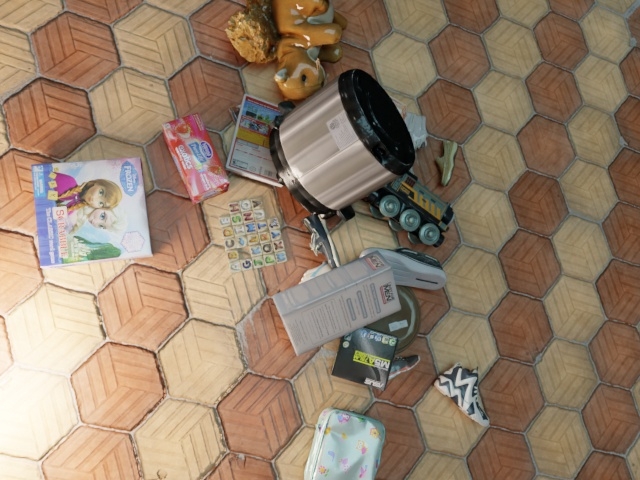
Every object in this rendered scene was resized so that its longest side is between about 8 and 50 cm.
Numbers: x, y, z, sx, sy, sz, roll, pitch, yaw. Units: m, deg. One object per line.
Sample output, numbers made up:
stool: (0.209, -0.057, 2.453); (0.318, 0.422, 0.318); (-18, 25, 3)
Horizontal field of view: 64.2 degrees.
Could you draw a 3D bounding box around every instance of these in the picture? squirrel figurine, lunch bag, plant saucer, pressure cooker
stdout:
squirrel figurine: (-0.117, -0.681, 1.765); (0.396, 0.281, 0.371); (13, 88, 2)
lunch bag: (0.073, 0.678, 1.627); (0.224, 0.108, 0.279); (18, 75, -6)
plant saucer: (0.230, 0.263, 1.775); (0.277, 0.041, 0.278); (3, 80, -15)
pressure cooker: (0.038, -0.291, 1.624); (0.375, 0.420, 0.370); (32, 40, -41)

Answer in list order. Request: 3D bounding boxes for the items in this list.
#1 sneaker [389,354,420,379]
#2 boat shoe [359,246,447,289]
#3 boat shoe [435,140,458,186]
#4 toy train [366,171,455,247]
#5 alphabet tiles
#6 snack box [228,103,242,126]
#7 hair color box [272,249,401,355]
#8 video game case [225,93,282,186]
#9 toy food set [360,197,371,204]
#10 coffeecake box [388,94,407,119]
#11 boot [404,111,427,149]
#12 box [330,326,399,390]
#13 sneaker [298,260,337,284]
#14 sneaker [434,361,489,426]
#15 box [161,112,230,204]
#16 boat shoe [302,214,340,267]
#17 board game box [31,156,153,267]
sneaker: (0.269, 0.421, 1.749); (0.157, 0.061, 0.065); (-23, 81, -18)
boat shoe: (0.282, 0.084, 1.789); (0.335, 0.121, 0.119); (19, 36, -19)
boat shoe: (0.467, -0.293, 1.924); (0.072, 0.068, 0.190); (15, 67, 1)
toy train: (0.322, -0.118, 1.794); (0.333, 0.142, 0.190); (34, 83, -12)
alphabet tiles: (-0.231, -0.023, 1.720); (0.198, 0.009, 0.237); (-12, 84, -16)
snack box: (-0.254, -0.384, 1.768); (0.064, 0.022, 0.178); (-23, 87, -19)
hair color box: (0.057, 0.199, 1.633); (0.374, 0.114, 0.185); (-22, 123, -8)
video game case: (-0.197, -0.344, 1.752); (0.204, 0.025, 0.285); (16, 72, -18)
toy food set: (0.177, -0.195, 1.839); (0.192, 0.038, 0.133); (-12, 84, -16)
coffeecake box: (0.200, -0.436, 1.834); (0.142, 0.068, 0.185); (37, 79, 22)
boot: (0.334, -0.354, 1.876); (0.123, 0.095, 0.258); (8, 78, -6)
box: (0.148, 0.384, 1.698); (0.190, 0.045, 0.184); (17, 85, 1)
sneaker: (-0.035, 0.161, 1.704); (0.228, 0.092, 0.087); (-36, 133, -1)
sneaker: (0.529, 0.523, 1.778); (0.235, 0.094, 0.153); (42, 82, 6)
box: (-0.405, -0.265, 1.656); (0.128, 0.122, 0.257); (-23, 87, -18)
boat shoe: (0.000, 0.000, 1.685); (0.079, 0.095, 0.255); (-20, 50, -2)
board game box: (-0.702, -0.089, 1.579); (0.317, 0.066, 0.319); (-8, 83, -16)
